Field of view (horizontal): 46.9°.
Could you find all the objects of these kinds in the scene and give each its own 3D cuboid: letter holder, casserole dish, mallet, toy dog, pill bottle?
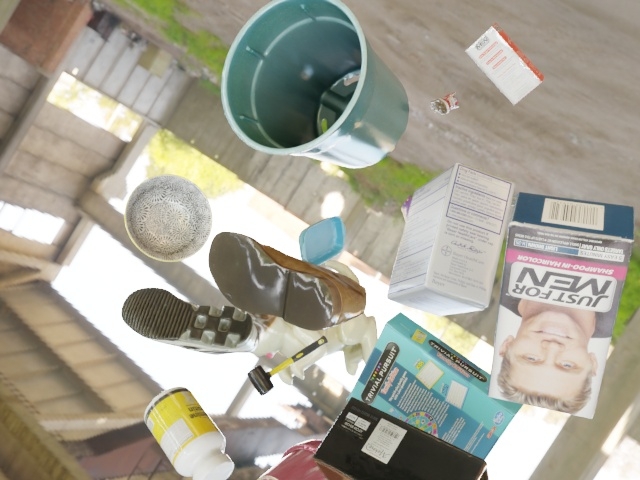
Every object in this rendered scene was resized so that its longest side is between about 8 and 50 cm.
[{"bbox_3d":[0.169,0.478,1.465,0.302,0.152,0.214,20,149,32],"label":"letter holder"},{"bbox_3d":[0.000,0.000,1.988,0.037,0.114,0.188,8,-156,38],"label":"casserole dish"},{"bbox_3d":[-0.063,0.272,1.602,0.062,0.190,0.039,64,169,11],"label":"mallet"},{"bbox_3d":[-0.053,0.248,2.264,0.408,0.395,0.284,3,173,-15],"label":"toy dog"},{"bbox_3d":[-0.239,0.366,1.359,0.184,0.103,0.103,45,-171,31],"label":"pill bottle"}]

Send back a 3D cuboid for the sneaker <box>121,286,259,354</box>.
[{"bbox_3d":[-0.296,0.203,1.688,0.331,0.122,0.146,13,156,16],"label":"sneaker"}]

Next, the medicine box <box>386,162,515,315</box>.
[{"bbox_3d":[0.287,0.006,1.658,0.149,0.289,0.263,19,167,-9],"label":"medicine box"}]

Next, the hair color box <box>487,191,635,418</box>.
[{"bbox_3d":[0.371,0.107,1.157,0.174,0.347,0.105,9,-145,18],"label":"hair color box"}]

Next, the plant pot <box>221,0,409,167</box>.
[{"bbox_3d":[0.020,-0.316,1.624,0.341,0.341,0.334,34,-171,30],"label":"plant pot"}]

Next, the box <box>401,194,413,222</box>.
[{"bbox_3d":[0.358,-0.032,2.249,0.201,0.057,0.293,28,-162,-10],"label":"box"}]

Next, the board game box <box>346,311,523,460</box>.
[{"bbox_3d":[0.252,0.360,1.666,0.336,0.253,0.079,35,-148,20],"label":"board game box"}]

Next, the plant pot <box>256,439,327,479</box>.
[{"bbox_3d":[-0.053,0.586,1.724,0.201,0.201,0.180,34,-157,32],"label":"plant pot"}]

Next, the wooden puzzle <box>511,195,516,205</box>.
[{"bbox_3d":[0.502,-0.107,1.949,0.049,0.006,0.083,15,161,43],"label":"wooden puzzle"}]

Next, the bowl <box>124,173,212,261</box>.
[{"bbox_3d":[-0.302,-0.040,1.433,0.170,0.170,0.080,31,162,-20],"label":"bowl"}]

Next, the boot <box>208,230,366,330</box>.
[{"bbox_3d":[-0.060,0.064,1.175,0.305,0.112,0.115,23,-165,38],"label":"boot"}]

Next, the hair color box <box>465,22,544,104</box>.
[{"bbox_3d":[0.351,-0.336,1.404,0.141,0.072,0.043,47,-146,-4],"label":"hair color box"}]

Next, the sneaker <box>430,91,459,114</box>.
[{"bbox_3d":[0.320,-0.342,1.837,0.118,0.067,0.042,-119,12,-75],"label":"sneaker"}]
